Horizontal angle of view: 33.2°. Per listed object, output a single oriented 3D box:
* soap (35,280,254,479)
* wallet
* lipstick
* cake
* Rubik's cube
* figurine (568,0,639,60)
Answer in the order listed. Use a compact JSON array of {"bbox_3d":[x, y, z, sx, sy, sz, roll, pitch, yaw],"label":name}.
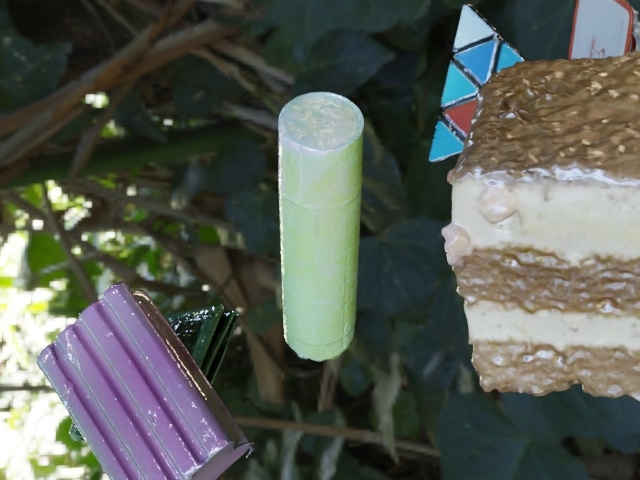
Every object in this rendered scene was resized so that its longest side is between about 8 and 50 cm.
[{"bbox_3d":[-0.169,0.151,1.014,0.122,0.065,0.203,-41,66,7],"label":"soap"},{"bbox_3d":[-0.206,0.160,1.280,0.236,0.055,0.160,-17,45,45],"label":"wallet"},{"bbox_3d":[0.000,0.000,0.963,0.304,0.076,0.076,91,165,-50],"label":"lipstick"},{"bbox_3d":[0.289,-0.016,1.105,0.256,0.282,0.290,-66,-29,-46],"label":"cake"},{"bbox_3d":[0.306,-0.296,1.813,0.250,0.284,0.234,0,115,64],"label":"Rubik's cube"},{"bbox_3d":[0.510,-0.293,1.587,0.160,0.226,0.184,-114,21,-53],"label":"figurine"}]
